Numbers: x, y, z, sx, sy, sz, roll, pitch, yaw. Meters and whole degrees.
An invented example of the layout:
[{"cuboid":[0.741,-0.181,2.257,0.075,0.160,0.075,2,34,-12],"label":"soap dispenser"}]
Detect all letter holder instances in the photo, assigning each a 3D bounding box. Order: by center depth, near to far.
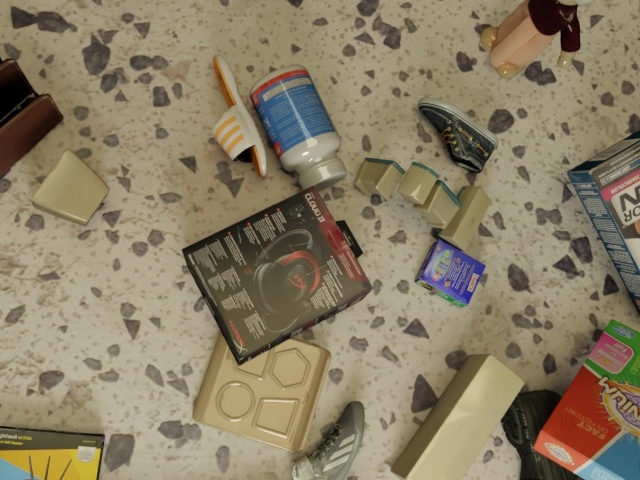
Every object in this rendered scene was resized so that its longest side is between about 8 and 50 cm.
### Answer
[{"cuboid":[-0.612,-0.188,1.133,0.152,0.214,0.302,42,75,0],"label":"letter holder"}]

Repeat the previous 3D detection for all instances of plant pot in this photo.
[{"cuboid":[-0.436,-0.083,1.205,0.096,0.109,0.109,35,75,-14],"label":"plant pot"}]

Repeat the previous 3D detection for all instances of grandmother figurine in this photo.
[{"cuboid":[0.424,-0.423,1.290,0.104,0.342,0.208,-34,86,-14],"label":"grandmother figurine"}]

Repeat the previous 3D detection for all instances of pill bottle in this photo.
[{"cuboid":[-0.036,-0.205,1.283,0.124,0.124,0.221,-24,83,-13],"label":"pill bottle"}]

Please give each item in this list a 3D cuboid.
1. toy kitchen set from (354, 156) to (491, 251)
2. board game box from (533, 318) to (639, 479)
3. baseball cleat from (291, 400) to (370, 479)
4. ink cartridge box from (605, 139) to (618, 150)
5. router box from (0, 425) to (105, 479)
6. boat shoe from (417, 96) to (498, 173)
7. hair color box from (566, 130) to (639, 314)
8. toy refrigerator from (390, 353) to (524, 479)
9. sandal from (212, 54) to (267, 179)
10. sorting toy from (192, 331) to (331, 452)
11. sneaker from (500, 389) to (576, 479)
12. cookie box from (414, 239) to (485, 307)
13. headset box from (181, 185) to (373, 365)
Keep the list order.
[{"cuboid":[0.199,-0.095,1.336,0.207,0.166,0.122,42,73,-38],"label":"toy kitchen set"},{"cuboid":[0.565,0.311,1.214,0.242,0.064,0.316,28,51,27],"label":"board game box"},{"cuboid":[0.014,0.377,1.203,0.109,0.072,0.205,21,76,-18],"label":"baseball cleat"},{"cuboid":[0.653,-0.129,1.420,0.180,0.060,0.104,19,78,-6],"label":"ink cartridge box"},{"cuboid":[-0.462,0.386,1.137,0.179,0.046,0.133,7,78,-8],"label":"router box"},{"cuboid":[0.265,-0.211,1.365,0.183,0.065,0.083,30,75,-4],"label":"boat shoe"},{"cuboid":[0.651,-0.025,1.333,0.174,0.105,0.347,-30,97,-2],"label":"hair color box"},{"cuboid":[0.252,0.342,1.241,0.094,0.102,0.269,38,75,-1],"label":"toy refrigerator"},{"cuboid":[-0.173,-0.222,1.282,0.076,0.102,0.265,-21,75,-12],"label":"sandal"},{"cuboid":[-0.104,0.261,1.232,0.208,0.038,0.193,18,77,-1],"label":"sorting toy"},{"cuboid":[0.431,0.414,1.260,0.130,0.109,0.286,-8,83,-17],"label":"sneaker"},{"cuboid":[0.252,0.065,1.324,0.107,0.040,0.092,29,76,-3],"label":"cookie box"},{"cuboid":[-0.064,0.056,1.210,0.293,0.110,0.218,-28,80,-13],"label":"headset box"}]
